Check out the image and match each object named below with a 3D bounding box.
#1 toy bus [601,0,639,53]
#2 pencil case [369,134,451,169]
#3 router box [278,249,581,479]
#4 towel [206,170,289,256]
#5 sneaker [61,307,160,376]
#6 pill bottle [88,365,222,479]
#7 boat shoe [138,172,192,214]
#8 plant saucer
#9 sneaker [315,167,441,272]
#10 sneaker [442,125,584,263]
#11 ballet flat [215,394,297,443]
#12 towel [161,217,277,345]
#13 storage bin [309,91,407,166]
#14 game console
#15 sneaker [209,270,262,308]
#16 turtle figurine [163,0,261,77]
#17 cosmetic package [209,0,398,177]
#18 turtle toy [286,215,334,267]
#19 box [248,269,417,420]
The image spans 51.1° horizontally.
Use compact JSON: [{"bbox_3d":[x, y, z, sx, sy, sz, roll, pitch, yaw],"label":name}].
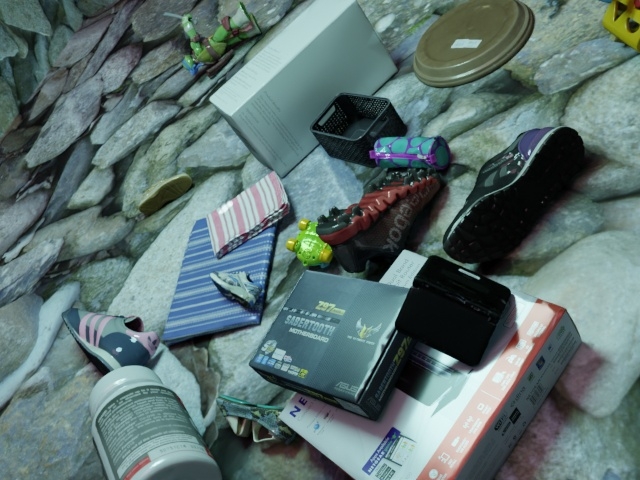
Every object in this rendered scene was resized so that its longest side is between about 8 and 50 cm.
[{"bbox_3d":[0.552,-0.397,1.177,0.191,0.104,0.202,30,38,21],"label":"toy bus"},{"bbox_3d":[0.175,-0.170,1.302,0.151,0.065,0.070,7,23,45],"label":"pencil case"},{"bbox_3d":[0.144,0.200,0.950,0.301,0.082,0.335,21,68,49],"label":"router box"},{"bbox_3d":[-0.163,-0.062,1.458,0.197,0.029,0.144,-32,40,7],"label":"towel"},{"bbox_3d":[-0.454,0.205,1.453,0.131,0.112,0.319,-38,37,-24],"label":"sneaker"},{"bbox_3d":[-0.285,0.338,1.114,0.161,0.161,0.283,-45,38,-5],"label":"pill bottle"},{"bbox_3d":[-0.412,-0.135,1.766,0.170,0.063,0.059,-30,45,15],"label":"boat shoe"},{"bbox_3d":[0.325,-0.446,1.469,0.277,0.041,0.278,-22,42,21],"label":"plant saucer"},{"bbox_3d":[0.120,-0.034,1.194,0.276,0.135,0.097,-33,19,-29],"label":"sneaker"},{"bbox_3d":[0.296,-0.074,1.100,0.283,0.107,0.124,-42,23,-8],"label":"sneaker"},{"bbox_3d":[-0.110,0.294,1.093,0.188,0.070,0.070,-3,51,43],"label":"ballet flat"},{"bbox_3d":[-0.203,0.059,1.429,0.243,0.040,0.336,-16,45,25],"label":"towel"},{"bbox_3d":[0.079,-0.240,1.438,0.122,0.084,0.180,-51,38,-13],"label":"storage bin"},{"bbox_3d":[0.179,0.091,0.904,0.122,0.071,0.107,25,37,16],"label":"game console"},{"bbox_3d":[-0.163,0.086,1.316,0.135,0.052,0.058,25,60,38],"label":"sneaker"},{"bbox_3d":[-0.345,-0.676,2.136,0.266,0.198,0.275,-25,44,13],"label":"turtle figurine"},{"bbox_3d":[-0.036,-0.363,1.553,0.385,0.217,0.156,-43,38,-5],"label":"cosmetic package"},{"bbox_3d":[0.000,0.000,1.281,0.095,0.066,0.130,19,61,23],"label":"turtle toy"},{"bbox_3d":[0.025,0.144,0.989,0.232,0.059,0.183,9,58,44],"label":"box"}]
